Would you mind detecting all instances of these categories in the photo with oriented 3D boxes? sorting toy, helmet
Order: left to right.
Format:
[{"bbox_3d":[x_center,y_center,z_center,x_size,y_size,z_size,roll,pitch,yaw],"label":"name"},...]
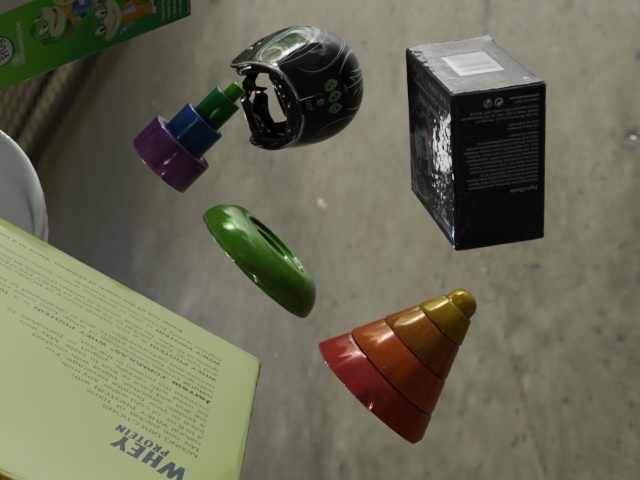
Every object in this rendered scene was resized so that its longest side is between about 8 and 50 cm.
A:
[{"bbox_3d":[-0.025,-0.202,1.646,0.169,0.161,0.169,23,129,31],"label":"helmet"},{"bbox_3d":[0.000,0.000,1.089,0.126,0.127,0.365,-44,79,7],"label":"sorting toy"}]

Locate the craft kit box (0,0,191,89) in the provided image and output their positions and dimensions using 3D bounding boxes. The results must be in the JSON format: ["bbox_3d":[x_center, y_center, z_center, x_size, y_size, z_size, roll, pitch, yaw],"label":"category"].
[{"bbox_3d":[-0.234,-0.280,1.161,0.061,0.246,0.250,46,149,33],"label":"craft kit box"}]

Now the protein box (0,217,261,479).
[{"bbox_3d":[-0.147,0.090,0.497,0.136,0.200,0.201,-59,8,14],"label":"protein box"}]

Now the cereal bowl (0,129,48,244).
[{"bbox_3d":[-0.436,0.026,1.262,0.141,0.339,0.339,91,166,-53],"label":"cereal bowl"}]

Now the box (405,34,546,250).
[{"bbox_3d":[0.147,-0.096,1.214,0.156,0.093,0.158,-117,20,-63],"label":"box"}]
